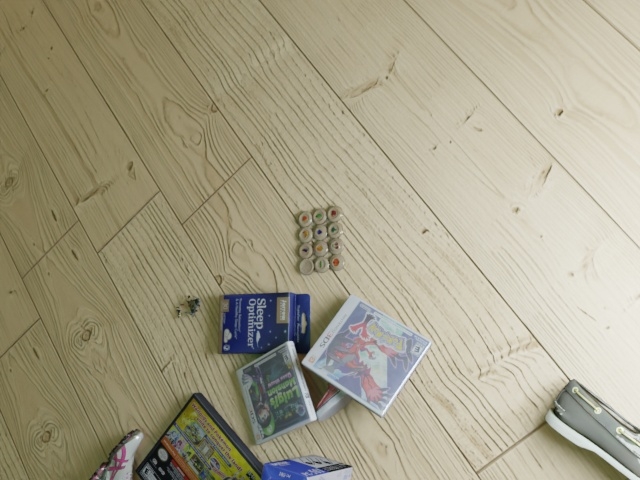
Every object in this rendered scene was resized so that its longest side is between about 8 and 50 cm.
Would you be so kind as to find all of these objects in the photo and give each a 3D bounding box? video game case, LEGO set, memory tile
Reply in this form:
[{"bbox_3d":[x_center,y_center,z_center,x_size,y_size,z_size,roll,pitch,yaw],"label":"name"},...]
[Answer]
[{"bbox_3d":[0.093,0.229,1.487,0.201,0.023,0.183,30,72,23],"label":"video game case"},{"bbox_3d":[-0.100,0.330,1.583,0.190,0.022,0.173,-34,66,38],"label":"video game case"},{"bbox_3d":[-0.311,0.159,1.759,0.083,0.023,0.054,-9,74,39],"label":"LEGO set"},{"bbox_3d":[-0.268,0.529,1.659,0.275,0.035,0.248,42,101,28],"label":"video game case"},{"bbox_3d":[0.000,0.000,1.629,0.113,0.012,0.148,-8,78,26],"label":"memory tile"}]

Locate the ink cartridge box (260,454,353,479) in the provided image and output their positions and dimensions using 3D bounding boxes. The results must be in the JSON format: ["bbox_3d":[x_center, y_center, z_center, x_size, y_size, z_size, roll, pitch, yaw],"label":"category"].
[{"bbox_3d":[-0.023,0.463,1.446,0.097,0.207,0.046,8,84,28],"label":"ink cartridge box"}]

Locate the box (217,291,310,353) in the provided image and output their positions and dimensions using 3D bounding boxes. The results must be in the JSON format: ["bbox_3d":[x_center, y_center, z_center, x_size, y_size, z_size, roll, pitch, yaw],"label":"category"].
[{"bbox_3d":[-0.129,0.186,1.650,0.225,0.036,0.136,-4,79,25],"label":"box"}]

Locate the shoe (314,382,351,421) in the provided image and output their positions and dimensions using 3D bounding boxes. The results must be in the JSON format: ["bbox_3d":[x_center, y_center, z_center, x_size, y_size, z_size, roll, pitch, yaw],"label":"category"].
[{"bbox_3d":[0.039,0.290,1.531,0.178,0.063,0.081,-46,63,7],"label":"shoe"}]

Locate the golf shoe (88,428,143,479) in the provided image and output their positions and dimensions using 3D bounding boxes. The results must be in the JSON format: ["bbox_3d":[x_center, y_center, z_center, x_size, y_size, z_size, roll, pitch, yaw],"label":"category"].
[{"bbox_3d":[-0.472,0.533,1.754,0.086,0.067,0.186,37,97,-2],"label":"golf shoe"}]

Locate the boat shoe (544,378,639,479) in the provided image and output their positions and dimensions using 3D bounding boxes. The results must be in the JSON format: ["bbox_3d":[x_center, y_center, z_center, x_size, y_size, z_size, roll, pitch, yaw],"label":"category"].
[{"bbox_3d":[0.533,0.348,1.238,0.305,0.109,0.091,31,100,32],"label":"boat shoe"}]
